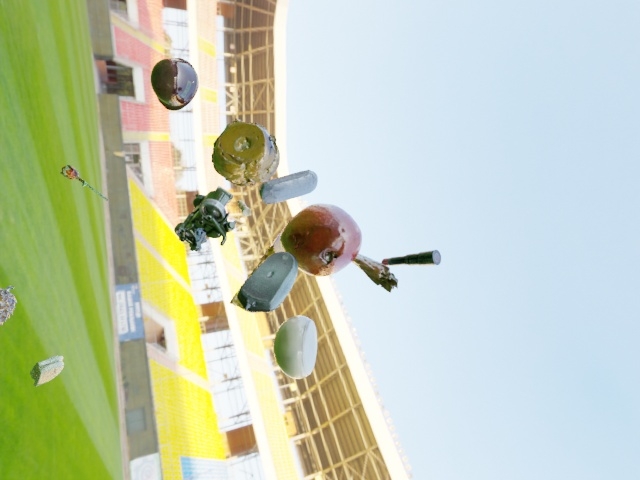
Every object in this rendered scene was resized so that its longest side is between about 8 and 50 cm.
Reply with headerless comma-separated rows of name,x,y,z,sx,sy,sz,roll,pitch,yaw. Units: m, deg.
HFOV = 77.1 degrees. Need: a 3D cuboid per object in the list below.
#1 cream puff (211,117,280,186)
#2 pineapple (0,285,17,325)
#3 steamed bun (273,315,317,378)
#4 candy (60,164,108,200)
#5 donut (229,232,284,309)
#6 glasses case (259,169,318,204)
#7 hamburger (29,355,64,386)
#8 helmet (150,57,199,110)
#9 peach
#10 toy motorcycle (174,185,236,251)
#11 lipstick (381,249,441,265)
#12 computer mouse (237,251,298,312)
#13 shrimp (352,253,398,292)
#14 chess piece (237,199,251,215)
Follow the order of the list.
cream puff,-0.139,-0.154,0.737,0.133,0.119,0.104,38,-19,27
pineapple,-0.810,0.201,0.956,0.221,0.083,0.103,-59,-162,-13
steamed bun,-0.104,0.402,1.527,0.232,0.145,0.232,0,90,-77
candy,-0.827,-0.198,1.415,0.049,0.184,0.055,-48,-172,16
donut,-0.262,0.170,2.030,0.435,0.163,0.377,-52,-174,14
glasses case,-0.137,-0.237,1.782,0.067,0.282,0.109,49,-31,44
hamburger,-0.882,0.416,1.308,0.054,0.084,0.121,51,-57,17
helmet,-0.500,-0.519,1.319,0.155,0.106,0.175,40,-73,3
peach,0.000,0.000,1.301,0.281,0.281,0.238,25,-68,61
toy motorcycle,-0.335,-0.075,1.224,0.275,0.127,0.205,-25,-148,41
lipstick,0.315,0.073,1.435,0.234,0.053,0.053,-12,-96,48
computer mouse,-0.137,0.122,1.086,0.113,0.229,0.068,20,-43,18
shrimp,0.174,0.098,1.448,0.077,0.168,0.317,-62,-151,4
chess piece,-0.299,-0.130,1.548,0.092,0.035,0.035,48,-43,45
